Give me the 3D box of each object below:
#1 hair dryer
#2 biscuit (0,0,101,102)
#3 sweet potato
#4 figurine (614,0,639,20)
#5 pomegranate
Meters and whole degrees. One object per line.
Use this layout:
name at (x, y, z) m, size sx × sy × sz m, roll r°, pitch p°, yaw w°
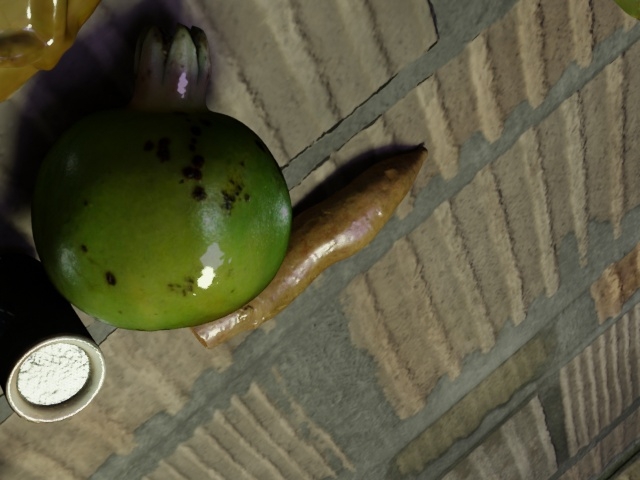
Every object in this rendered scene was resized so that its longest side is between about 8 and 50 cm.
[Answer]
hair dryer at (-0.262, 0.023, 0.813) m, size 0.255 × 0.128 × 0.070 m, roll 34°, pitch 97°, yaw -38°
biscuit at (-0.223, -0.172, 0.576) m, size 0.332 × 0.103 × 0.332 m, roll -31°, pitch 147°, yaw -23°
sweet potato at (0.000, 0.000, 1.114) m, size 0.281 × 0.059 × 0.067 m, roll -36°, pitch 159°, yaw -11°
figurine at (0.231, -0.287, 0.810) m, size 0.231 × 0.323 × 0.340 m, roll -50°, pitch 136°, yaw 1°
pomegranate at (-0.107, -0.042, 0.845) m, size 0.180 × 0.180 × 0.210 m, roll -11°, pitch 107°, yaw -44°
